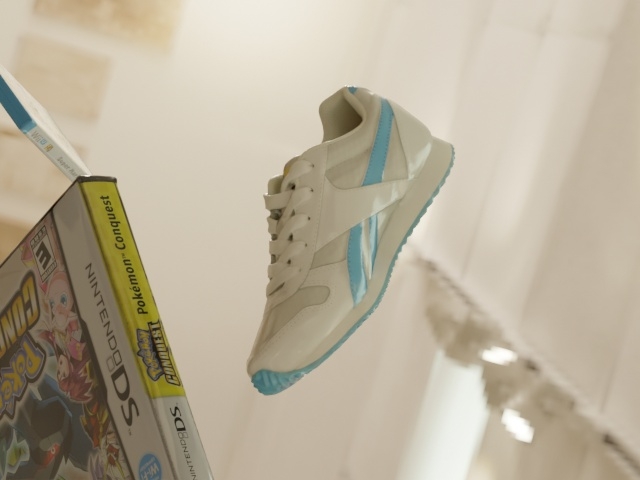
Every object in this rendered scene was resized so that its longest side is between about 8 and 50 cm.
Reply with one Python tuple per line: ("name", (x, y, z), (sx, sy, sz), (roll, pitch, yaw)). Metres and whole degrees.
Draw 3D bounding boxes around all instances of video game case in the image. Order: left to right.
("video game case", (-0.236, -0.100, 1.550), (0.015, 0.119, 0.166), (-38, 153, 0))
("video game case", (-0.187, 0.130, 1.314), (0.275, 0.035, 0.248), (-43, -122, 41))

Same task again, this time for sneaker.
("sneaker", (0.000, 0.000, 1.203), (0.087, 0.092, 0.228), (-37, -160, 52))
